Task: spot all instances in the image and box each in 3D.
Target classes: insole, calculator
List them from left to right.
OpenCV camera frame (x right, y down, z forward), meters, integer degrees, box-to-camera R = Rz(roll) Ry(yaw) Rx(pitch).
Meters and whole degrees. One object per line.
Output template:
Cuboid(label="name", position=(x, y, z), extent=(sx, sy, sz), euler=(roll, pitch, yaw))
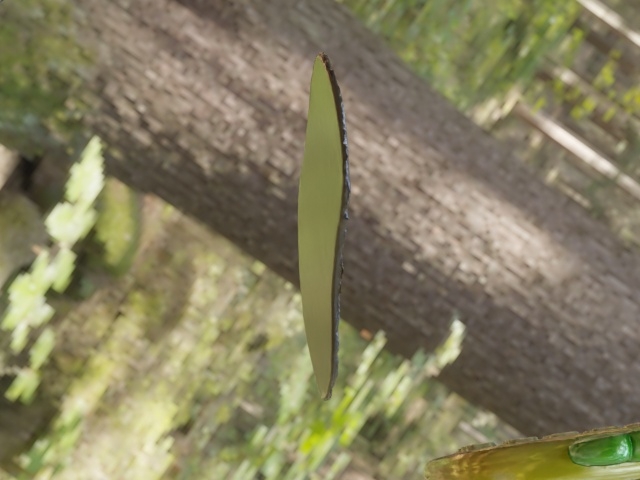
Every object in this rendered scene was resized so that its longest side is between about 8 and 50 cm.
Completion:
Cuboid(label="insole", position=(0.000, 0.000, 0.875), extent=(0.328, 0.007, 0.111), euler=(95, -17, -62))
Cuboid(label="calculator", position=(0.131, 0.115, 0.797), extent=(0.235, 0.146, 0.032), euler=(129, -47, -78))

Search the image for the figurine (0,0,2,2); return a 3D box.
Cuboid(label="figurine", position=(-0.261, -0.218, 1.061), extent=(0.147, 0.192, 0.126), euler=(-26, 137, -12))
